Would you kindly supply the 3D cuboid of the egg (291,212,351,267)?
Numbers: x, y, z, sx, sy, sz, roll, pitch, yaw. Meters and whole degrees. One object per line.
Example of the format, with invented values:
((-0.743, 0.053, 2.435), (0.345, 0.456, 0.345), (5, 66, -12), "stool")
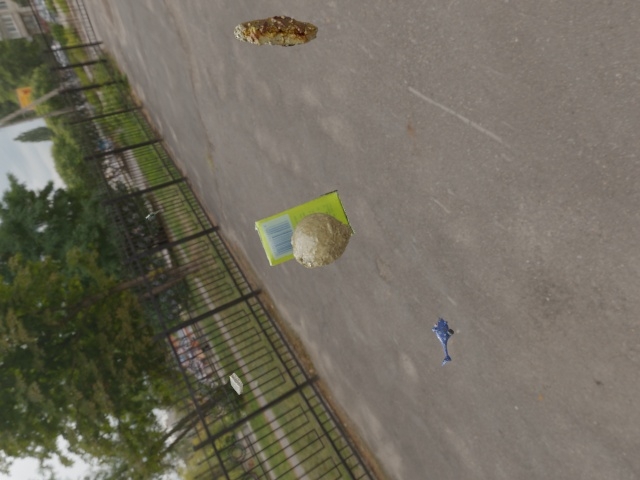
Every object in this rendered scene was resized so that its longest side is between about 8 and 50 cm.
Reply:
((0.000, 0.000, 0.823), (0.118, 0.140, 0.116), (9, 118, 12), "egg")

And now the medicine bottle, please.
((-0.045, -0.032, 1.133), (0.137, 0.251, 0.140), (99, 151, -85), "medicine bottle")

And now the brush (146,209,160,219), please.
((-0.519, -0.081, 1.255), (0.013, 0.016, 0.083), (47, -169, -12), "brush")

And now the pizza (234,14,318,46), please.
((-0.124, -0.610, 1.156), (0.058, 0.247, 0.127), (100, 162, -50), "pizza")

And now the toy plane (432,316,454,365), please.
((0.399, 0.324, 1.308), (0.054, 0.062, 0.167), (107, 169, -47), "toy plane")

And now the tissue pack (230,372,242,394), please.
((-0.311, 0.533, 1.494), (0.056, 0.023, 0.108), (44, 150, 18), "tissue pack")
